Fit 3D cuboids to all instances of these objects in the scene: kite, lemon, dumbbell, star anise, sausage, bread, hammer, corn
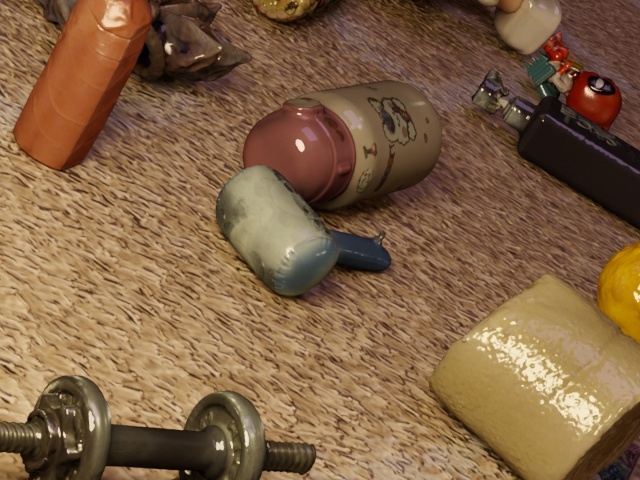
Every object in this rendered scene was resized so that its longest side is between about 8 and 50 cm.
[{"bbox_3d":[0.221,0.167,1.410,0.157,0.011,0.139,14,28,-37],"label":"kite"},{"bbox_3d":[0.327,0.053,1.618,0.114,0.114,0.155,35,18,4],"label":"lemon"},{"bbox_3d":[-0.107,0.127,1.012,0.254,0.081,0.081,10,33,-37],"label":"dumbbell"},{"bbox_3d":[-0.171,-0.201,1.527,0.230,0.081,0.262,26,15,-16],"label":"star anise"},{"bbox_3d":[-0.180,-0.137,1.297,0.065,0.169,0.065,24,28,-14],"label":"sausage"},{"bbox_3d":[0.183,0.113,1.310,0.141,0.134,0.148,42,31,20],"label":"bread"},{"bbox_3d":[0.000,0.000,1.399,0.194,0.069,0.116,12,30,-53],"label":"hammer"},{"bbox_3d":[-0.009,-0.305,1.903,0.086,0.086,0.253,36,25,7],"label":"corn"}]

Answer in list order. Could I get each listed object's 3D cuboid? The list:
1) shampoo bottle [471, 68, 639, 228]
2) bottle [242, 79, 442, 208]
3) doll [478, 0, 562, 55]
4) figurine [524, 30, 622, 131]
[{"bbox_3d":[0.313,-0.095,1.921,0.309,0.071,0.098,31,28,0],"label":"shampoo bottle"},{"bbox_3d":[0.016,-0.086,1.507,0.110,0.110,0.233,42,26,18],"label":"bottle"},{"bbox_3d":[0.135,-0.394,2.167,0.423,0.161,0.348,30,12,-9],"label":"doll"},{"bbox_3d":[0.327,-0.195,2.116,0.140,0.075,0.068,45,24,0],"label":"figurine"}]
